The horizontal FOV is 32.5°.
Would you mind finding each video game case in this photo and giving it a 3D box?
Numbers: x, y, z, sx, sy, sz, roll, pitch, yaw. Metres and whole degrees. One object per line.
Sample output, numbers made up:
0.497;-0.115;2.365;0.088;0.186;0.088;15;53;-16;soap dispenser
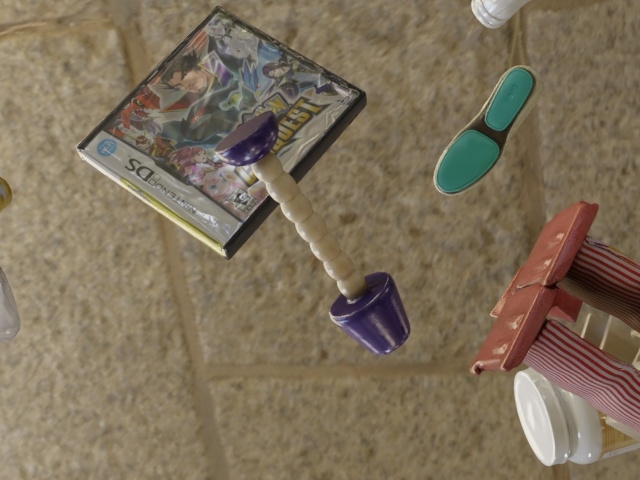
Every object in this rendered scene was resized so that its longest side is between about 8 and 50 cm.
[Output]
-0.122;-0.143;1.370;0.248;0.275;0.035;33;160;21;video game case

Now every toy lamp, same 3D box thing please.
0.000;0.000;1.106;0.080;0.080;0.274;-27;108;24;toy lamp

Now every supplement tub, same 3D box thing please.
0.359;0.196;1.379;0.200;0.144;0.144;-14;108;-8;supplement tub

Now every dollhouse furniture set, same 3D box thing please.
0.243;0.104;1.003;0.201;0.374;0.152;29;81;2;dollhouse furniture set

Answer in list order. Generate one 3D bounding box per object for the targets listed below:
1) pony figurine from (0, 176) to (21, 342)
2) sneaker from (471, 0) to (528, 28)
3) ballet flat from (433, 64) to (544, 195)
-0.342;0.028;0.817;0.303;0.363;0.351;-5;145;2;pony figurine
0.298;-0.385;1.568;0.080;0.212;0.094;42;142;-9;sneaker
0.280;-0.175;1.801;0.086;0.086;0.248;38;105;0;ballet flat
